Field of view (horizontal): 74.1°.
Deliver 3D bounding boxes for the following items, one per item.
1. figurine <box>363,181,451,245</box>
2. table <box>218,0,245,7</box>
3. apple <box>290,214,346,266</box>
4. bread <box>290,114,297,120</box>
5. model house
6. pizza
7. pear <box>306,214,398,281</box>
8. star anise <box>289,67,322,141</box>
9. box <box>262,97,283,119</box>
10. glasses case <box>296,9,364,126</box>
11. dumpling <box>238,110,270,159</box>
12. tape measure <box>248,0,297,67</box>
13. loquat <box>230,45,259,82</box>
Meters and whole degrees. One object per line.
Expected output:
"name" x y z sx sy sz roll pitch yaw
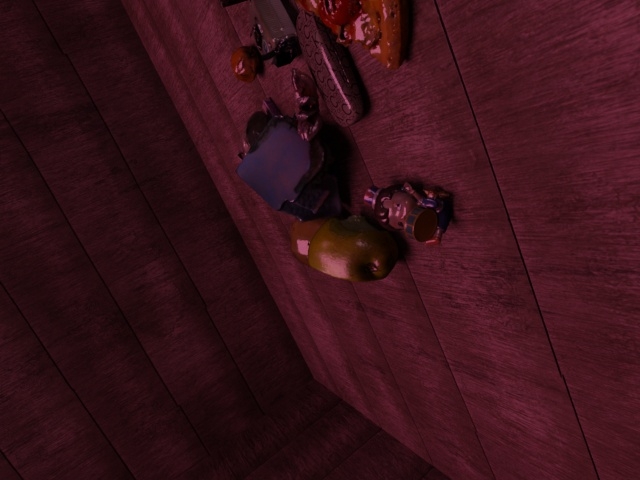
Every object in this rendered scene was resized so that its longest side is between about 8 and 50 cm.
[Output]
"figurine" 0.244 -0.087 1.240 0.276 0.158 0.160 25 130 53
"table" -0.245 -0.854 1.295 0.193 0.173 0.169 10 127 62
"apple" 0.000 0.000 1.729 0.262 0.263 0.262 46 154 30
"bread" -0.127 -0.419 1.703 0.074 0.084 0.139 48 154 29
"model house" -0.052 -0.234 1.599 0.360 0.297 0.339 40 -173 37
"pizza" 0.032 -0.630 1.041 0.406 0.130 0.439 19 135 49
"pear" 0.135 0.029 1.497 0.282 0.287 0.176 30 124 50
"star anise" -0.048 -0.427 1.339 0.236 0.093 0.229 80 180 -50
"box" -0.197 -0.535 1.770 0.117 0.036 0.050 58 158 7
"glasses case" 0.027 -0.512 1.261 0.354 0.085 0.137 64 159 -9
"dumpling" -0.264 -0.413 1.793 0.293 0.164 0.204 6 -118 -67
"tape measure" -0.159 -0.663 1.388 0.235 0.115 0.207 64 165 11
"loquat" -0.295 -0.703 1.685 0.137 0.113 0.137 11 102 62
